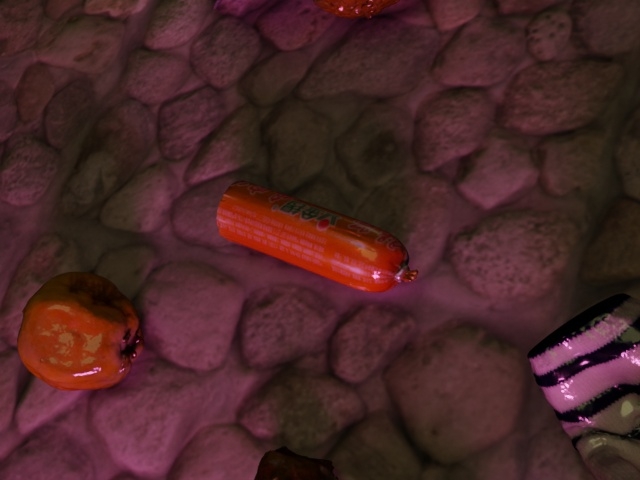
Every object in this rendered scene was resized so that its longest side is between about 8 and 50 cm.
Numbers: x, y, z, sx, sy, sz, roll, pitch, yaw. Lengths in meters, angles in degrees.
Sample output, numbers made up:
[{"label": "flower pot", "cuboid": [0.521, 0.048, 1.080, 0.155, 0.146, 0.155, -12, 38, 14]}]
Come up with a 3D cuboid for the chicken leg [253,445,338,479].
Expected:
[{"label": "chicken leg", "cuboid": [0.038, 0.294, 0.772, 0.113, 0.093, 0.304, -29, 47, -16]}]

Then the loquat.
[{"label": "loquat", "cuboid": [-0.260, 0.102, 0.967, 0.137, 0.113, 0.137, 2, 58, -2]}]

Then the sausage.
[{"label": "sausage", "cuboid": [0.000, 0.000, 0.941, 0.234, 0.071, 0.071, 20, 72, 28]}]

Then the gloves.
[{"label": "gloves", "cuboid": [0.279, 0.158, 0.733, 0.140, 0.131, 0.218, -34, 84, -9]}]

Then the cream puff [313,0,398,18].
[{"label": "cream puff", "cuboid": [0.054, -0.328, 1.059, 0.150, 0.115, 0.165, -41, 22, -22]}]

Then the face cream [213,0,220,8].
[{"label": "face cream", "cuboid": [0.031, -0.450, 1.115, 0.420, 0.137, 0.235, -47, 17, -7]}]
